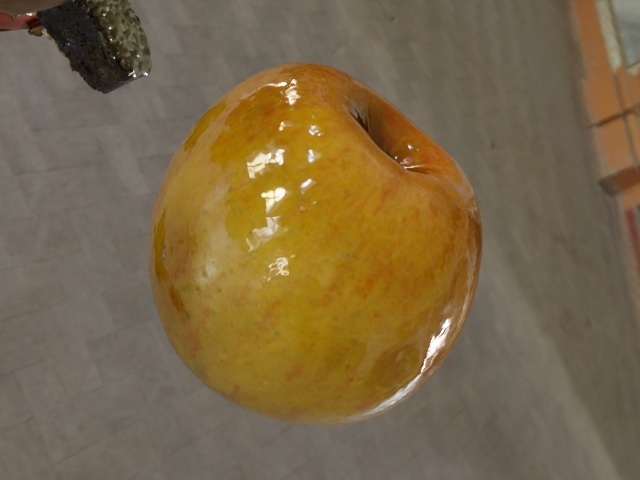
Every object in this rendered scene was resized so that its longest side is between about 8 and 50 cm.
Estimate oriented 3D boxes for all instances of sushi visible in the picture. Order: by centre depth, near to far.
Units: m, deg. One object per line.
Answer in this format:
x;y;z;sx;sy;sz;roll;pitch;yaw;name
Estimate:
-0.249;-0.237;0.971;0.150;0.078;0.091;59;32;-33;sushi

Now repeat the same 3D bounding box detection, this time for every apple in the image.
0.000;0.000;0.769;0.298;0.275;0.299;19;35;-14;apple

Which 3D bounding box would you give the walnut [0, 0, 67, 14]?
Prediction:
-0.238;-0.381;0.681;0.307;0.354;0.398;29;79;-15;walnut

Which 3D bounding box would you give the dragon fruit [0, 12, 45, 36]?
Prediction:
-0.492;-0.437;1.350;0.314;0.250;0.250;15;53;-25;dragon fruit
